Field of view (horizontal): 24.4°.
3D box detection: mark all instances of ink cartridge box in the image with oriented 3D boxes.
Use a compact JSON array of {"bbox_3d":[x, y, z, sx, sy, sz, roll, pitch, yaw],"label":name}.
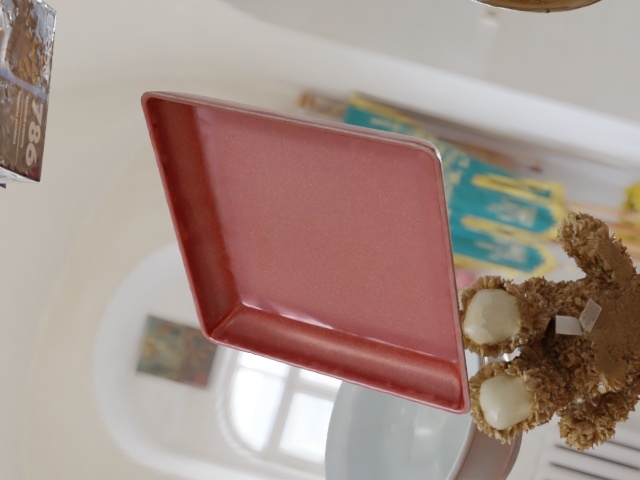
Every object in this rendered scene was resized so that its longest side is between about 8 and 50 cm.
[{"bbox_3d":[-0.288,-0.143,1.243,0.333,0.065,0.165,35,-120,-81],"label":"ink cartridge box"}]

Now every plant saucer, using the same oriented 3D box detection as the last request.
[{"bbox_3d":[0.000,0.000,1.155,0.047,0.259,0.258,-49,-39,-39],"label":"plant saucer"}]

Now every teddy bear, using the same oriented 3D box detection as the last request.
[{"bbox_3d":[0.277,0.102,1.580,0.338,0.245,0.113,-30,3,-31],"label":"teddy bear"}]

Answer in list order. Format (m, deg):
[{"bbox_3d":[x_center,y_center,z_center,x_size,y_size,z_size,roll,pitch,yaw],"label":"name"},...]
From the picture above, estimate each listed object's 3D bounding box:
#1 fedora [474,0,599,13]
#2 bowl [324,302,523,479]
[{"bbox_3d":[0.144,-0.249,1.042,0.194,0.194,0.079,101,-174,-50],"label":"fedora"},{"bbox_3d":[0.140,0.219,1.717,0.298,0.134,0.297,-41,36,40],"label":"bowl"}]
